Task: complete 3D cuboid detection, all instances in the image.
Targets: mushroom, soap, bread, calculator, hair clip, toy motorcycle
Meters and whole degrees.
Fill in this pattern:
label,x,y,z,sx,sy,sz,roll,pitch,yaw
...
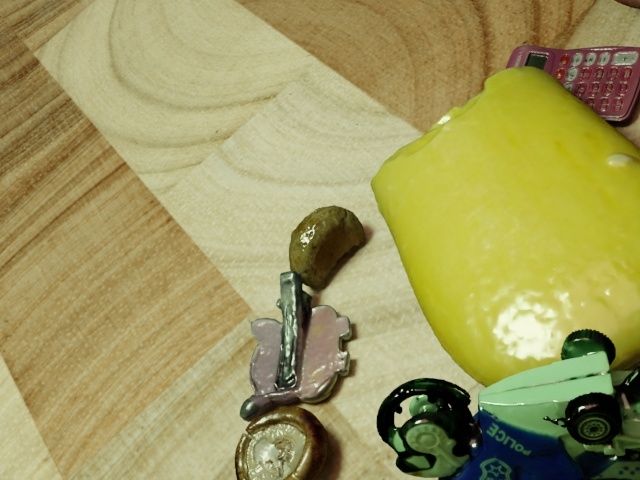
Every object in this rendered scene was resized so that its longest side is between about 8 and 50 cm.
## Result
label,x,y,z,sx,sy,sz,roll,pitch,yaw
mushroom,-0.044,0.248,1.235,0.123,0.052,0.123,-23,47,27
soap,0.240,-0.008,1.215,0.306,0.115,0.427,-29,44,5
bread,0.000,0.000,1.398,0.113,0.082,0.060,-44,40,-10
calculator,0.317,-0.196,1.384,0.190,0.034,0.127,6,57,31
hair clip,-0.030,0.128,1.338,0.146,0.056,0.187,-16,56,21
toy motorcycle,0.224,0.194,1.015,0.331,0.196,0.125,-7,34,12

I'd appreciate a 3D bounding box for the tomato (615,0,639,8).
label,x,y,z,sx,sy,sz,roll,pitch,yaw
tomato,0.426,-0.424,1.336,0.265,0.265,0.265,-19,46,20
